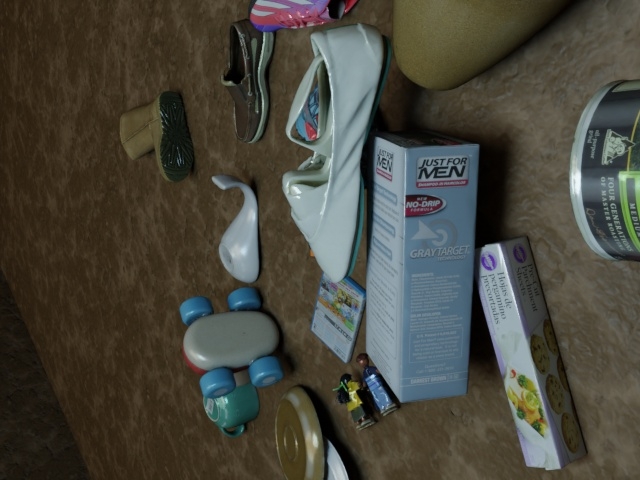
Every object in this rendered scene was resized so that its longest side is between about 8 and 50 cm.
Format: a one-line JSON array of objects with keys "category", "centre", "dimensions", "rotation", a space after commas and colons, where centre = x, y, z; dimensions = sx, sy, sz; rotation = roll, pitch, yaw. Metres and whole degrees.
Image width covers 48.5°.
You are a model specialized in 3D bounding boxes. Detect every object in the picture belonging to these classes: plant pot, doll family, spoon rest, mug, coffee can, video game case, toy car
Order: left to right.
[{"category": "toy car", "centre": [-0.209, 0.266, 1.605], "dimensions": [0.238, 0.211, 0.219], "rotation": [108, 145, -52]}, {"category": "mug", "centre": [-0.220, 0.401, 1.724], "dimensions": [0.129, 0.098, 0.157], "rotation": [-29, 76, 52]}, {"category": "spoon rest", "centre": [-0.180, -0.025, 1.582], "dimensions": [0.137, 0.084, 0.276], "rotation": [39, 142, 41]}, {"category": "plant pot", "centre": [-0.052, 0.431, 1.517], "dimensions": [0.236, 0.033, 0.236], "rotation": [177, 90, -67]}, {"category": "video game case", "centre": [0.034, 0.140, 1.387], "dimensions": [0.119, 0.015, 0.166], "rotation": [40, 129, 40]}, {"category": "doll family", "centre": [0.082, 0.280, 1.322], "dimensions": [0.193, 0.076, 0.111], "rotation": [-44, 60, 43]}, {"category": "plant pot", "centre": [0.189, -0.318, 0.908], "dimensions": [0.237, 0.237, 0.254], "rotation": [64, 157, 18]}, {"category": "coffee can", "centre": [0.415, -0.067, 0.676], "dimensions": [0.275, 0.202, 0.201], "rotation": [6, 105, 52]}]

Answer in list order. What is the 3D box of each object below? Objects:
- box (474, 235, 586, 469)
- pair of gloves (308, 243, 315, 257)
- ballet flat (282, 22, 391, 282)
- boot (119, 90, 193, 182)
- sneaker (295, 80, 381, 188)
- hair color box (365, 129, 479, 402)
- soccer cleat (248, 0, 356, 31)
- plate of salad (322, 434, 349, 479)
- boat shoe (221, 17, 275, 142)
[{"category": "box", "centre": [0.293, 0.158, 1.012], "dimensions": [0.063, 0.067, 0.323], "rotation": [-18, 84, 53]}, {"category": "pair of gloves", "centre": [0.000, 0.000, 1.394], "dimensions": [0.083, 0.010, 0.074], "rotation": [5, 105, 55]}, {"category": "ballet flat", "centre": [0.005, -0.127, 1.075], "dimensions": [0.139, 0.139, 0.399], "rotation": [31, 120, 44]}, {"category": "boot", "centre": [-0.427, -0.246, 1.824], "dimensions": [0.270, 0.089, 0.235], "rotation": [-10, 82, 53]}, {"category": "sneaker", "centre": [0.049, -0.185, 1.201], "dimensions": [0.262, 0.104, 0.125], "rotation": [46, 131, 34]}, {"category": "hair color box", "centre": [0.145, 0.030, 1.075], "dimensions": [0.185, 0.114, 0.374], "rotation": [-130, 38, -70]}, {"category": "soccer cleat", "centre": [-0.019, -0.414, 1.225], "dimensions": [0.318, 0.109, 0.116], "rotation": [-17, 90, 51]}, {"category": "plate of salad", "centre": [0.022, 0.495, 1.477], "dimensions": [0.200, 0.048, 0.199], "rotation": [31, 126, 56]}, {"category": "boat shoe", "centre": [-0.161, -0.321, 1.440], "dimensions": [0.095, 0.095, 0.257], "rotation": [31, 124, 44]}]
